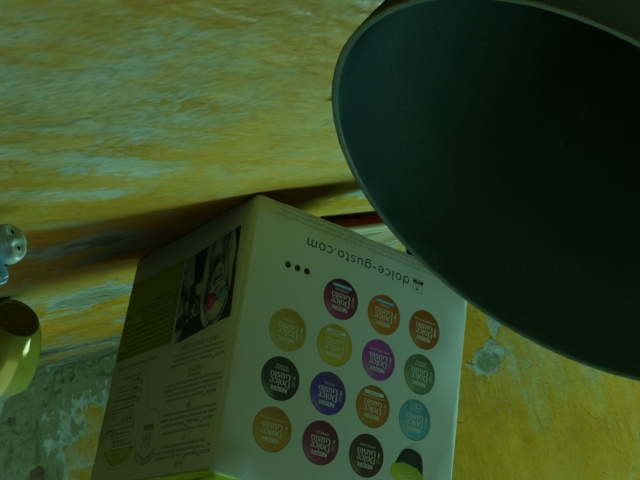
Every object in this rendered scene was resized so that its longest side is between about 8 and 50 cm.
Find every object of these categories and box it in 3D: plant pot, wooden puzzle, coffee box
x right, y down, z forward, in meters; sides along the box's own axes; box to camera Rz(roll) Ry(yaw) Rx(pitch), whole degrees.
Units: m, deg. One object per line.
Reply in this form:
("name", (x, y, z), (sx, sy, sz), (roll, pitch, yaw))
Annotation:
("plant pot", (-0.447, 0.138, 1.585), (0.134, 0.134, 0.095), (-8, 145, -51))
("wooden puzzle", (0.000, 0.000, 1.819), (0.221, 0.044, 0.238), (-20, 168, 36))
("plant pot", (0.180, -0.083, 0.644), (0.195, 0.290, 0.290), (-52, -169, -25))
("coffee box", (-0.052, 0.188, 1.456), (0.337, 0.334, 0.338), (21, 155, -29))

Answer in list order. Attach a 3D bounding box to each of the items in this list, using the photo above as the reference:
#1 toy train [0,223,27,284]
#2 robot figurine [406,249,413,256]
("toy train", (-0.343, 0.028, 1.030), (0.184, 0.080, 0.105), (-24, 179, 40))
("robot figurine", (0.241, -0.023, 1.558), (0.278, 0.209, 0.174), (-11, 132, -38))
